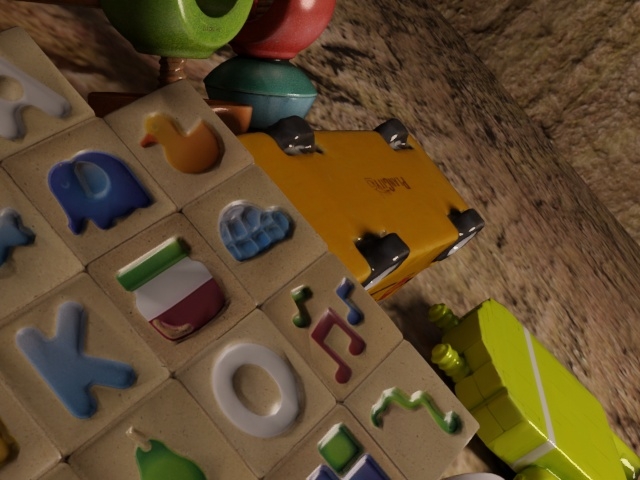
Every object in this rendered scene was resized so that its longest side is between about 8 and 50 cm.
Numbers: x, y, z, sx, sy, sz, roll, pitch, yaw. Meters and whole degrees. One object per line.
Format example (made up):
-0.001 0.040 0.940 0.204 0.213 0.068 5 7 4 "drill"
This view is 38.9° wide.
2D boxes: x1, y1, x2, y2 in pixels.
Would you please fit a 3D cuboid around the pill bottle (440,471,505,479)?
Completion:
0.092 0.215 0.449 0.108 0.108 0.180 28 29 -40 "pill bottle"

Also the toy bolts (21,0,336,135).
-0.105 -0.108 0.651 0.218 0.159 0.228 14 16 33 "toy bolts"

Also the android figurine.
0.193 0.157 0.794 0.273 0.056 0.248 41 24 -18 "android figurine"

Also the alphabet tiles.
-0.080 0.069 0.354 0.342 0.011 0.285 50 47 3 "alphabet tiles"

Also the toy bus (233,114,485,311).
0.000 0.000 0.600 0.108 0.130 0.332 51 23 10 "toy bus"
